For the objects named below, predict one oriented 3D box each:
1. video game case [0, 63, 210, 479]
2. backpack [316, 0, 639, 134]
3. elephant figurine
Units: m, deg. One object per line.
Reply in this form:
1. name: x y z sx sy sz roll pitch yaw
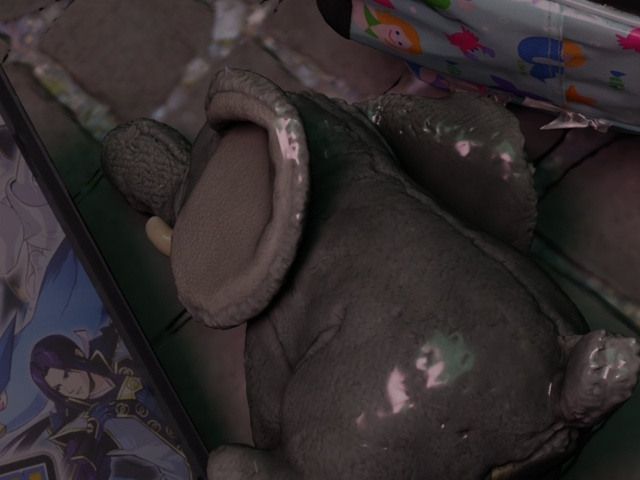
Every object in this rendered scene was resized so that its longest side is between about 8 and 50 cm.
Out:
1. video game case: -0.178 0.084 0.558 0.275 0.035 0.248 -28 88 -37
2. backpack: 0.134 -0.152 0.630 0.254 0.191 0.225 16 73 24
3. elephant figurine: 0.000 0.000 0.607 0.186 0.169 0.239 -24 69 8
